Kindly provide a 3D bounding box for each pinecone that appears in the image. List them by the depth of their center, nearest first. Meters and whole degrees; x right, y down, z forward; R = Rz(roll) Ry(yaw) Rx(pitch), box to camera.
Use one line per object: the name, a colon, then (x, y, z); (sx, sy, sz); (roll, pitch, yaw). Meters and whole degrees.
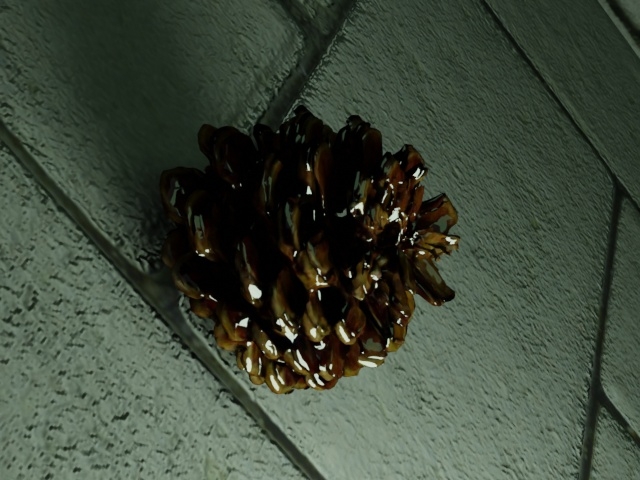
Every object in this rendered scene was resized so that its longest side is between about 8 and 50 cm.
pinecone: (0.000, 0.000, 1.013); (0.221, 0.221, 0.221); (38, 35, -33)
